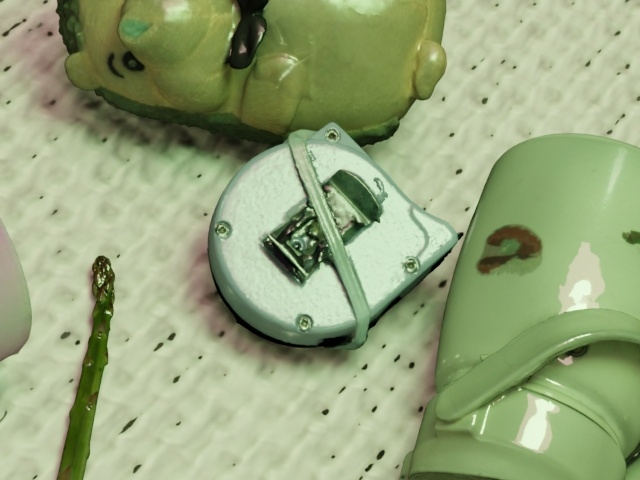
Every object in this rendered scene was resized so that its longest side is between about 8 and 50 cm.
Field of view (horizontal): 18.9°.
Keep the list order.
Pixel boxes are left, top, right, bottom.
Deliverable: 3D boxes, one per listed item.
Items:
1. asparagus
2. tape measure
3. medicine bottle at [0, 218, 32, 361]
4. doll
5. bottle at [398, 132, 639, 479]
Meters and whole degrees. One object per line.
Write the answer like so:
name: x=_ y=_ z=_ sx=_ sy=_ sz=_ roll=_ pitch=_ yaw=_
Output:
asparagus: x=-0.190 y=0.111 z=1.578 sx=0.024 sy=0.025 sz=0.248 roll=-18 pitch=47 yaw=28
tape measure: x=-0.004 y=0.003 z=1.627 sx=0.182 sy=0.107 sz=0.181 roll=41 pitch=74 yaw=3
medicine bottle: x=-0.407 y=0.067 z=1.444 sx=0.325 sy=0.212 sz=0.212 roll=-29 pitch=65 yaw=-29
doll: x=-0.062 y=-0.198 z=1.705 sx=0.349 sy=0.247 sz=0.247 roll=2 pitch=53 yaw=0
bottle: x=0.192 y=0.102 z=1.555 sx=0.229 sy=0.229 sz=0.352 roll=22 pitch=58 yaw=4
